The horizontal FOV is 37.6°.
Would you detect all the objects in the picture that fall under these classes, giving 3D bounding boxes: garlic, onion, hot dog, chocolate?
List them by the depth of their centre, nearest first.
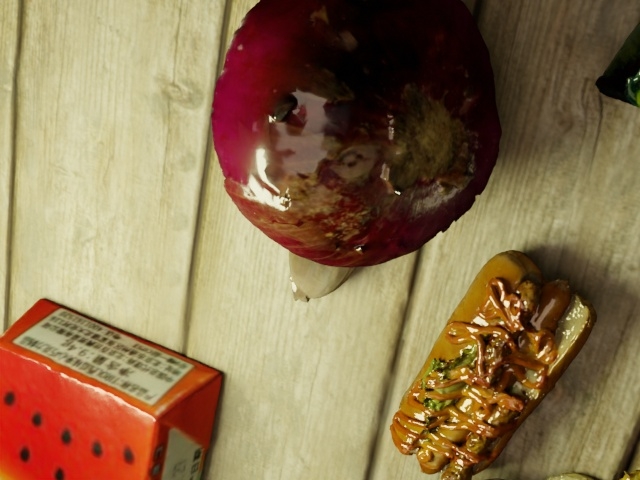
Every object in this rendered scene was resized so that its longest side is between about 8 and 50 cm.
[{"bbox_3d":[0.010,-0.156,1.107,0.385,0.347,0.348,26,122,54],"label":"onion"},{"bbox_3d":[0.208,0.177,1.208,0.158,0.117,0.349,35,118,10],"label":"hot dog"},{"bbox_3d":[0.011,-0.004,1.257,0.101,0.087,0.196,16,117,33],"label":"garlic"},{"bbox_3d":[-0.367,0.315,1.482,0.360,0.161,0.341,20,111,17],"label":"chocolate"}]

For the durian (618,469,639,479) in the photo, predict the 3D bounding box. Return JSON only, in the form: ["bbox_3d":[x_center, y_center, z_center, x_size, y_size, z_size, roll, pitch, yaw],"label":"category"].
[{"bbox_3d":[0.406,0.397,1.164,0.341,0.112,0.191,-34,103,14],"label":"durian"}]

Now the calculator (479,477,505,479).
[{"bbox_3d":[0.204,0.366,1.299,0.175,0.032,0.100,-15,136,27],"label":"calculator"}]

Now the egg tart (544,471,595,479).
[{"bbox_3d":[0.337,0.376,1.258,0.128,0.049,0.129,8,110,23],"label":"egg tart"}]

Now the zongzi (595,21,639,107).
[{"bbox_3d":[0.527,-0.170,0.931,0.319,0.362,0.383,-58,42,29],"label":"zongzi"}]
